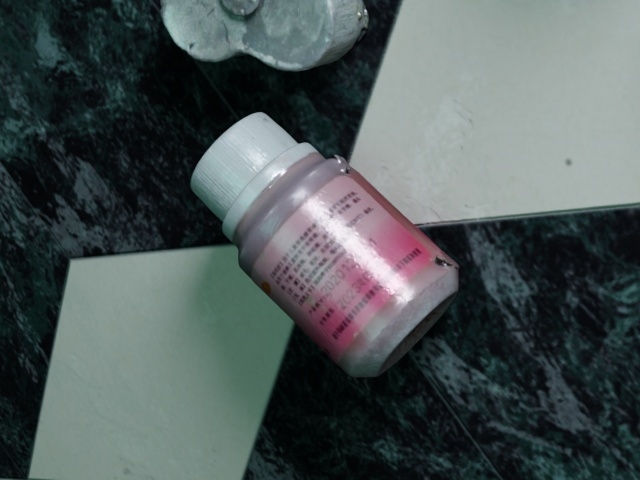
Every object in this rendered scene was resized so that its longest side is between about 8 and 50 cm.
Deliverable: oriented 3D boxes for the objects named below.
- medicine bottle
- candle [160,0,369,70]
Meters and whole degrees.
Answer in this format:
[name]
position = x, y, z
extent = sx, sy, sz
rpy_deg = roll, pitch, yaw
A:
[medicine bottle]
position = 0.000, 0.000, 1.148
extent = 0.247, 0.147, 0.147
rpy_deg = 44, 129, 13
[candle]
position = -0.055, -0.237, 1.129
extent = 0.192, 0.068, 0.169
rpy_deg = 9, 114, 29
